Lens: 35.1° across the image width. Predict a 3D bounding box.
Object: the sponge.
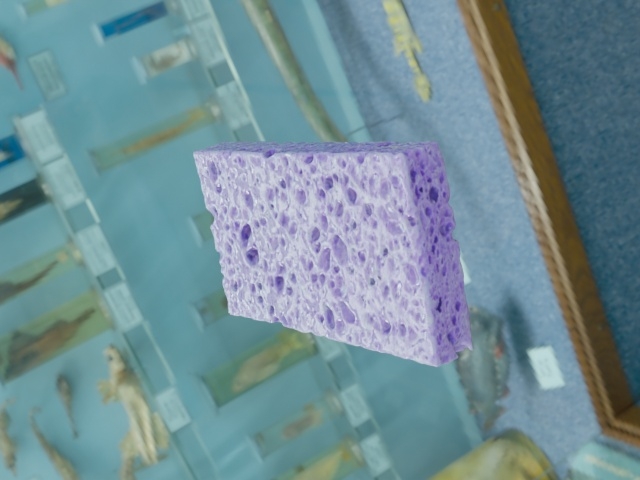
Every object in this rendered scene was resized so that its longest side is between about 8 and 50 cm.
[{"bbox_3d":[0.000,0.000,0.607,0.210,0.031,0.117,7,112,53],"label":"sponge"}]
